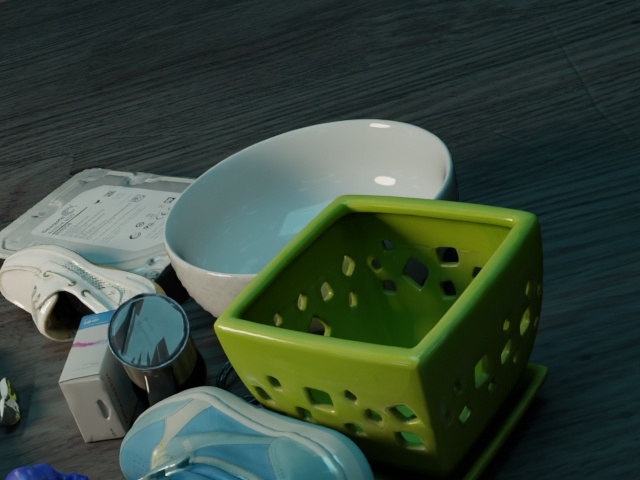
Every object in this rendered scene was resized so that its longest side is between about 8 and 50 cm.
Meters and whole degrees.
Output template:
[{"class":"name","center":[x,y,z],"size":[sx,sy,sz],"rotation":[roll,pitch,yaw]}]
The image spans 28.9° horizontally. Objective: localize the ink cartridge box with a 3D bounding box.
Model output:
[{"class":"ink cartridge box","center":[-0.236,0.147,1.356],"size":[0.052,0.088,0.122],"rotation":[-12,30,9]}]

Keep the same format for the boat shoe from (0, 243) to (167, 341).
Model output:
[{"class":"boat shoe","center":[-0.310,0.075,1.508],"size":[0.277,0.098,0.096],"rotation":[9,38,36]}]

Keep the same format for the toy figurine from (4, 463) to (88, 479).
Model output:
[{"class":"toy figurine","center":[-0.236,0.256,1.083],"size":[0.217,0.191,0.362],"rotation":[17,20,-24]}]

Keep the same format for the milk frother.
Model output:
[{"class":"milk frother","center":[-0.132,0.121,1.295],"size":[0.143,0.135,0.129],"rotation":[-29,67,-10]}]

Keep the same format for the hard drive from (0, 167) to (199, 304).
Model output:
[{"class":"hard drive","center":[-0.268,-0.007,1.663],"size":[0.339,0.064,0.237],"rotation":[7,37,38]}]

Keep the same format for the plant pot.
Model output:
[{"class":"plant pot","center":[0.074,0.107,1.142],"size":[0.227,0.207,0.228],"rotation":[8,38,36]}]

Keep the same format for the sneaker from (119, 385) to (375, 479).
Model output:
[{"class":"sneaker","center":[-0.128,0.216,1.067],"size":[0.208,0.127,0.319],"rotation":[-16,9,-41]}]

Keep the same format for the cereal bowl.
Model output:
[{"class":"cereal bowl","center":[0.000,0.000,1.429],"size":[0.339,0.141,0.339],"rotation":[-14,29,8]}]

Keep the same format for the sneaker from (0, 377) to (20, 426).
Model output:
[{"class":"sneaker","center":[-0.365,0.191,1.417],"size":[0.035,0.031,0.083],"rotation":[-32,26,2]}]
